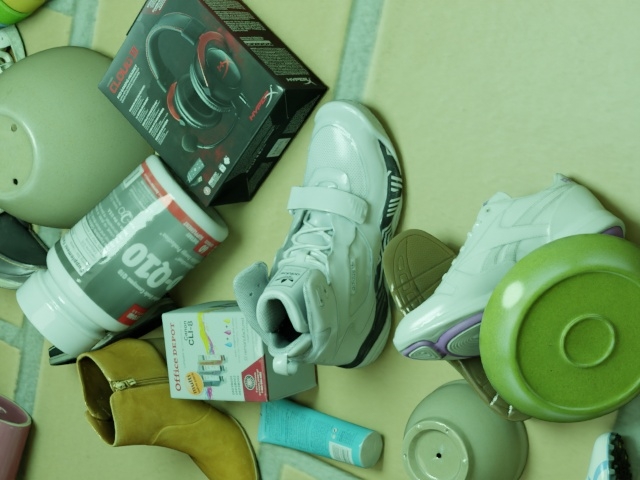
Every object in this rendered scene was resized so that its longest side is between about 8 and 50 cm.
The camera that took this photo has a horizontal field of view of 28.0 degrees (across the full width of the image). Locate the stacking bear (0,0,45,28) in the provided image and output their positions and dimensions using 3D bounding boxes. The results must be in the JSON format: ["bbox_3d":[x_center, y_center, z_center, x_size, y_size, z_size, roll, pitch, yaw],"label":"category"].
[{"bbox_3d":[-0.476,-0.414,1.968,0.289,0.164,0.175,-18,119,22],"label":"stacking bear"}]

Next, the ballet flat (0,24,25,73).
[{"bbox_3d":[-0.502,-0.291,2.059,0.057,0.052,0.168,-30,79,33],"label":"ballet flat"}]

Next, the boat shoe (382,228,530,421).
[{"bbox_3d":[0.177,0.113,1.626,0.104,0.089,0.285,-34,75,0],"label":"boat shoe"}]

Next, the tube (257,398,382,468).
[{"bbox_3d":[-0.011,0.270,1.806,0.207,0.052,0.080,11,97,37],"label":"tube"}]

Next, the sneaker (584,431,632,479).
[{"bbox_3d":[0.329,0.348,1.565,0.086,0.085,0.237,9,100,28],"label":"sneaker"}]

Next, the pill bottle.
[{"bbox_3d":[-0.285,0.027,1.832,0.283,0.161,0.161,-43,71,5],"label":"pill bottle"}]

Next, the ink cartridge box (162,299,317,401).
[{"bbox_3d":[-0.115,0.154,1.810,0.176,0.127,0.128,-3,94,35],"label":"ink cartridge box"}]

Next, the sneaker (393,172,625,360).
[{"bbox_3d":[0.212,0.035,1.553,0.305,0.114,0.152,-33,55,0],"label":"sneaker"}]

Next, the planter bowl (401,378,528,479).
[{"bbox_3d":[0.170,0.267,1.647,0.162,0.109,0.162,4,98,34],"label":"planter bowl"}]

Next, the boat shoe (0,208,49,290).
[{"bbox_3d":[-0.552,-0.032,2.077,0.355,0.132,0.130,28,110,27],"label":"boat shoe"}]

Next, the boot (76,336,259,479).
[{"bbox_3d":[-0.227,0.275,1.847,0.104,0.211,0.295,-38,78,31],"label":"boot"}]

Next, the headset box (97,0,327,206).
[{"bbox_3d":[-0.167,-0.225,1.809,0.293,0.110,0.218,48,119,20],"label":"headset box"}]

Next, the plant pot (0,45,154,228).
[{"bbox_3d":[-0.419,-0.143,1.911,0.284,0.191,0.284,5,103,24],"label":"plant pot"}]

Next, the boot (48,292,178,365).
[{"bbox_3d":[-0.344,0.080,1.978,0.236,0.085,0.179,-27,79,23],"label":"boot"}]

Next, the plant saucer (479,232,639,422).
[{"bbox_3d":[0.305,0.111,1.487,0.241,0.037,0.241,-3,110,-9],"label":"plant saucer"}]

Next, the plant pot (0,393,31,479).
[{"bbox_3d":[-0.575,0.347,2.112,0.201,0.201,0.180,31,96,27],"label":"plant pot"}]

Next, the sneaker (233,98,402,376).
[{"bbox_3d":[0.000,0.000,1.665,0.137,0.210,0.366,5,98,33],"label":"sneaker"}]
